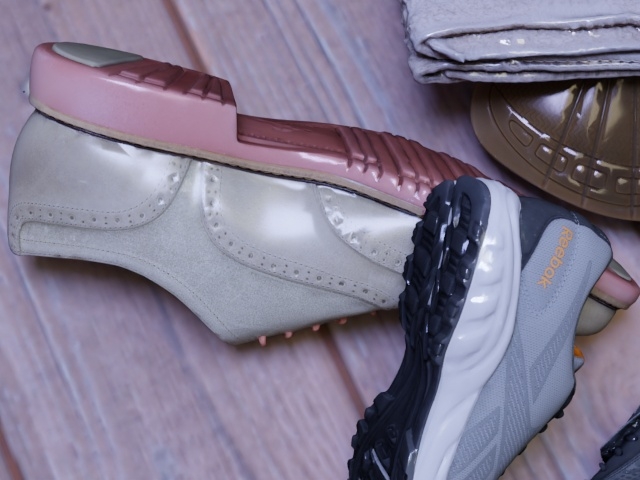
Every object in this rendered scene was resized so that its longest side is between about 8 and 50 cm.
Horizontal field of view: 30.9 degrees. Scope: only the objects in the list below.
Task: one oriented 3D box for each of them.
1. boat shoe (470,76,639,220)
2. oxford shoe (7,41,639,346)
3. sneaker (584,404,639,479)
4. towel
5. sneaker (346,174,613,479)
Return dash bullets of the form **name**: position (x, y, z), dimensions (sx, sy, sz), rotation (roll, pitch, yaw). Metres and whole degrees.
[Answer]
- **boat shoe**: position (0.239, -0.059, 0.775), dimensions (0.285, 0.089, 0.104), rotation (16, 99, 4)
- **oxford shoe**: position (0.000, 0.000, 0.730), dimensions (0.397, 0.140, 0.146), rotation (19, 103, -3)
- **sneaker**: position (0.200, 0.150, 0.707), dimensions (0.234, 0.078, 0.106), rotation (-19, 55, 2)
- **towel**: position (0.133, -0.212, 0.777), dimensions (0.187, 0.049, 0.282), rotation (-4, 50, -5)
- **sneaker**: position (0.086, 0.101, 0.649), dimensions (0.108, 0.100, 0.271), rotation (10, 112, -19)
